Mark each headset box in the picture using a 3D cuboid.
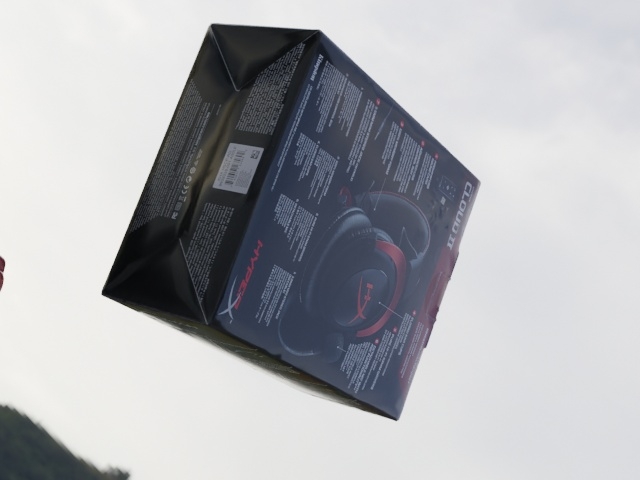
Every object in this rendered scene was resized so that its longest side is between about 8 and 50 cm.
[{"bbox_3d":[0.000,0.000,0.925,0.110,0.218,0.293,12,-13,37],"label":"headset box"}]

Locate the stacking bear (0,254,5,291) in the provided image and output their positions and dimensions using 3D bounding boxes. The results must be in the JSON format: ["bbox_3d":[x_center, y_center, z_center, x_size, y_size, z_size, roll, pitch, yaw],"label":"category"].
[{"bbox_3d":[-0.316,0.003,0.577,0.289,0.164,0.175,49,20,-35],"label":"stacking bear"}]
